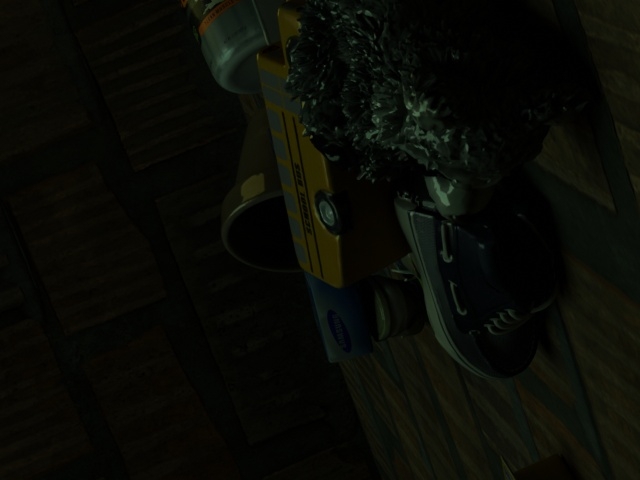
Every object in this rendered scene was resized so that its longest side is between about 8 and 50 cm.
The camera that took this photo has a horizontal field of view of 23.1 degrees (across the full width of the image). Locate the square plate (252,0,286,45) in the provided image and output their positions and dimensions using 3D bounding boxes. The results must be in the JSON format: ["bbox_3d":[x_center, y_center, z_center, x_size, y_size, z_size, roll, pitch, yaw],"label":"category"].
[{"bbox_3d":[-0.019,-0.305,2.039,0.347,0.049,0.344,43,-154,-58],"label":"square plate"}]

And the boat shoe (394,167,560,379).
[{"bbox_3d":[0.198,0.062,1.720,0.158,0.127,0.340,35,162,46],"label":"boat shoe"}]

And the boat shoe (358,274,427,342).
[{"bbox_3d":[0.117,0.105,2.532,0.302,0.103,0.113,150,110,-84],"label":"boat shoe"}]

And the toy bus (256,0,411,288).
[{"bbox_3d":[0.017,-0.117,1.689,0.130,0.108,0.332,29,138,51],"label":"toy bus"}]

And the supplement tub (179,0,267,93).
[{"bbox_3d":[-0.129,-0.402,2.415,0.193,0.194,0.316,86,160,-70],"label":"supplement tub"}]

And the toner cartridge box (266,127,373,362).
[{"bbox_3d":[0.000,0.000,2.426,0.165,0.075,0.347,-108,4,-63],"label":"toner cartridge box"}]

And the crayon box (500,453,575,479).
[{"bbox_3d":[0.325,0.423,2.024,0.323,0.083,0.203,74,171,-48],"label":"crayon box"}]

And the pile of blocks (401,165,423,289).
[{"bbox_3d":[0.147,-0.023,1.882,0.362,0.113,0.149,60,170,-7],"label":"pile of blocks"}]

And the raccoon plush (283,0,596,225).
[{"bbox_3d":[0.075,-0.231,1.423,0.446,0.216,0.299,68,165,-1],"label":"raccoon plush"}]

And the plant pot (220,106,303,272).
[{"bbox_3d":[-0.042,-0.107,2.639,0.263,0.263,0.229,79,-175,-59],"label":"plant pot"}]

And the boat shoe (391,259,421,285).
[{"bbox_3d":[0.134,0.013,2.126,0.254,0.095,0.079,94,154,-78],"label":"boat shoe"}]
